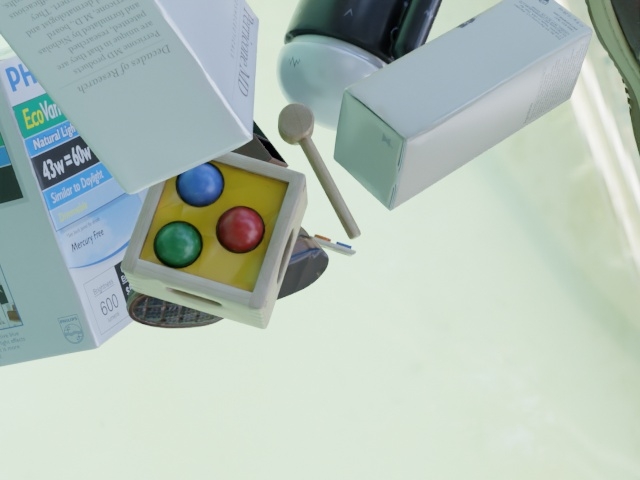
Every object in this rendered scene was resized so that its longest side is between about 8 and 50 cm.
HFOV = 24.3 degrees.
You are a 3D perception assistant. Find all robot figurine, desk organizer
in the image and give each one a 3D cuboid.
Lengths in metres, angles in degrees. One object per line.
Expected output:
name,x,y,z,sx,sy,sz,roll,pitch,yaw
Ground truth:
robot figurine,0.054,-0.270,1.874,0.209,0.173,0.278,94,17,-75
desk organizer,-0.098,-0.121,1.791,0.130,0.050,0.047,53,15,26

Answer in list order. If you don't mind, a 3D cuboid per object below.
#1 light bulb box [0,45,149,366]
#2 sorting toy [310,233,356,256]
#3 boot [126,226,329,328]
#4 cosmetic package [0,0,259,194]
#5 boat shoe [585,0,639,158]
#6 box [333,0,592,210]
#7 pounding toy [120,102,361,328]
light bulb box,-0.348,-0.070,1.907,0.358,0.225,0.361,-42,116,-62
sorting toy,0.000,0.000,1.723,0.062,0.083,0.012,158,-49,-86
boot,-0.110,0.018,1.493,0.106,0.219,0.082,53,-37,35
cosmetic package,-0.120,-0.148,0.738,0.231,0.085,0.117,53,23,-35
boat shoe,0.313,-0.170,1.250,0.123,0.123,0.342,-36,112,-54
box,0.147,-0.150,1.528,0.094,0.275,0.113,44,-33,25
pounding toy,-0.053,-0.036,1.306,0.094,0.181,0.206,86,21,-74
